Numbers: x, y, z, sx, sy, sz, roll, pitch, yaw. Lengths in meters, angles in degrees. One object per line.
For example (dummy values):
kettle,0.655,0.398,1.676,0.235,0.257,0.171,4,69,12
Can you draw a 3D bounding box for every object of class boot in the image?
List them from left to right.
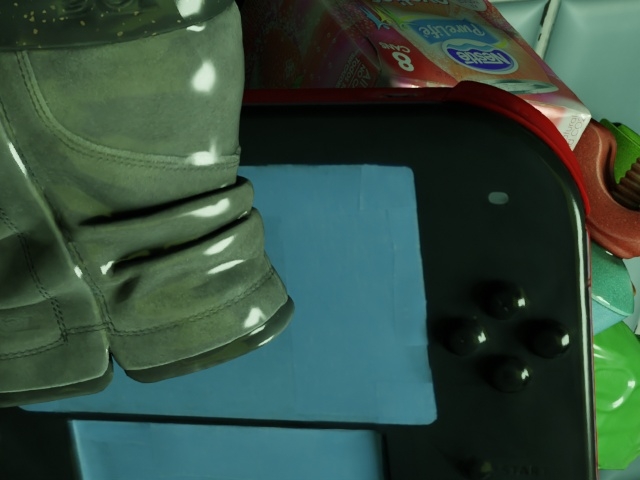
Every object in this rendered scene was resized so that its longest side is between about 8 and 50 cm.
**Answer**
boot,-0.188,-0.022,0.800,0.338,0.118,0.222,-2,115,5

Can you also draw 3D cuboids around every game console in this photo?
game console,-0.049,0.082,0.930,0.387,0.060,0.342,1,113,14

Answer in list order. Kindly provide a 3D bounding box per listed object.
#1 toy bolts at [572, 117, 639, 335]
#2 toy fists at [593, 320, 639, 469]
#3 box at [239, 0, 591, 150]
toy bolts,0.184,0.037,1.083,0.158,0.218,0.228,-53,161,12
toy fists,0.138,0.167,1.298,0.142,0.096,0.279,6,122,-45
box,0.000,0.000,1.024,0.154,0.142,0.300,8,122,-34
